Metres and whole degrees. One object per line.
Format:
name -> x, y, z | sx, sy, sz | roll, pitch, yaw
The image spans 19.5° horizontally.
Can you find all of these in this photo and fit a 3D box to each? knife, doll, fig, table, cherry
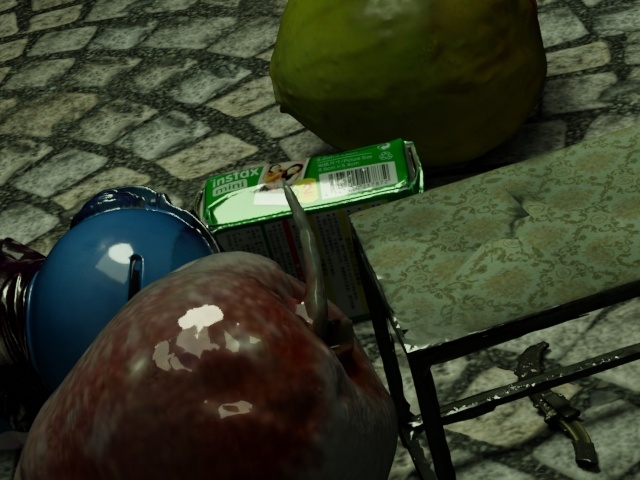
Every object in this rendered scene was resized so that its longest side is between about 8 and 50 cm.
knife -> 0.223, 0.156, 1.794 | 0.046, 0.021, 0.222 | -13, 27, -1
doll -> -0.231, 0.087, 1.926 | 0.310, 0.240, 0.284 | -5, 70, 10
fig -> 0.103, -0.248, 2.294 | 0.343, 0.343, 0.343 | -12, 28, 6
table -> 0.231, 0.092, 1.616 | 0.335, 0.272, 0.222 | -17, 35, -4
cherry -> -0.091, 0.170, 1.642 | 0.326, 0.291, 0.335 | -21, -19, -51

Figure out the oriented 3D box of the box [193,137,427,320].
box -> 0.000, 0.000, 2.024 | 0.250, 0.180, 0.103 | -11, 32, 5
